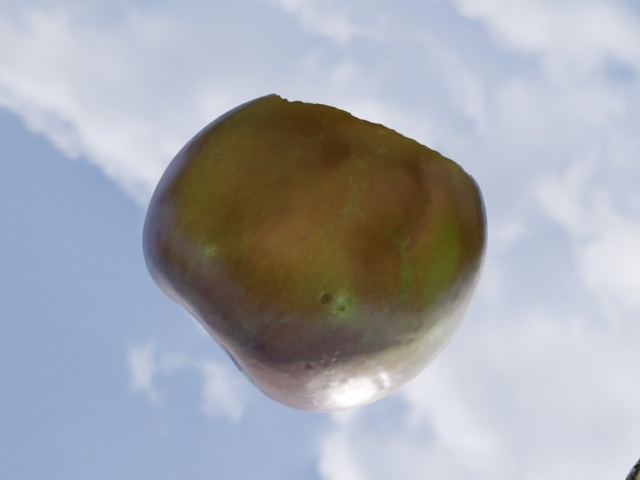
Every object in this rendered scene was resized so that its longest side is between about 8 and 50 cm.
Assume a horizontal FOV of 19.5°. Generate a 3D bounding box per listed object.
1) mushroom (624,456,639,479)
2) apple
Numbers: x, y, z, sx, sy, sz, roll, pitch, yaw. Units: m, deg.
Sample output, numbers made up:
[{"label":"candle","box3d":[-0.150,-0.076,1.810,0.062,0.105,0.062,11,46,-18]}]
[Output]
[{"label":"mushroom","box3d":[0.219,0.175,1.221,0.049,0.019,0.101,30,-132,-8]},{"label":"apple","box3d":[0.000,0.000,1.289,0.237,0.207,0.237,43,172,8]}]
